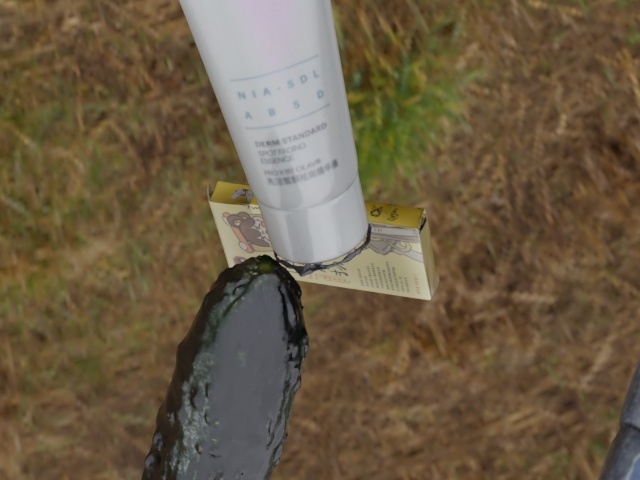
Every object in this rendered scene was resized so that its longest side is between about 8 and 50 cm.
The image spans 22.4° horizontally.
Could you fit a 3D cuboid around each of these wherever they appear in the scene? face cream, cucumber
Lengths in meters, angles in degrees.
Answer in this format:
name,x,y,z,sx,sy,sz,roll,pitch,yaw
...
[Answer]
name,x,y,z,sx,sy,sz,roll,pitch,yaw
face cream,-0.024,-0.095,0.831,0.092,0.058,0.243,-17,125,-2
cucumber,-0.060,0.124,0.888,0.072,0.081,0.303,21,123,4

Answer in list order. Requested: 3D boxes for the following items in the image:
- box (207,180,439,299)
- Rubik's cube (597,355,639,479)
name,x,y,z,sx,sy,sz,roll,pitch,yaw
box,0.000,0.000,1.037,0.149,0.020,0.073,8,142,19
Rubik's cube,0.367,0.103,0.957,0.344,0.337,0.344,-68,164,-5
